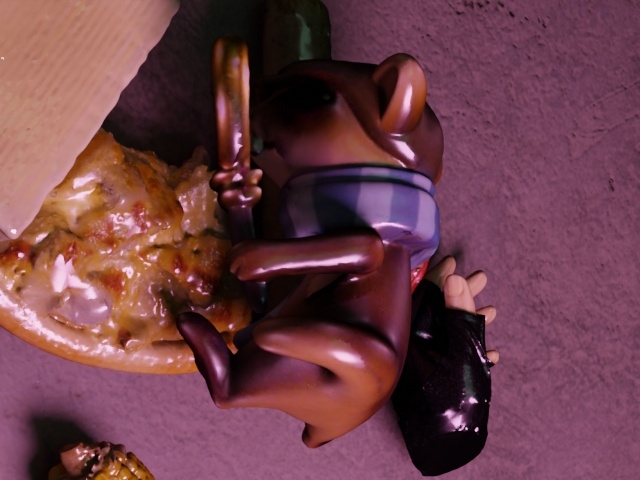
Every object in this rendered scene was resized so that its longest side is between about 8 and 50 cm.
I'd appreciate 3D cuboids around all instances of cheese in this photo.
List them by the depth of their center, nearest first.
[{"bbox_3d":[-0.282,-0.170,1.566,0.242,0.124,0.265,45,65,-30],"label":"cheese"}]

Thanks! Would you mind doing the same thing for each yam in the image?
[{"bbox_3d":[-0.023,-0.046,1.793,0.083,0.083,0.371,-2,91,-37],"label":"yam"}]

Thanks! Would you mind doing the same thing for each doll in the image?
[{"bbox_3d":[-0.004,0.001,1.657,0.318,0.209,0.340,41,57,-66],"label":"doll"}]

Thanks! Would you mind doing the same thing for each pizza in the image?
[{"bbox_3d":[-0.164,0.007,1.684,0.323,0.089,0.223,16,84,-37],"label":"pizza"}]

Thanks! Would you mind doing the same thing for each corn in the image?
[{"bbox_3d":[-0.160,0.278,1.682,0.097,0.097,0.261,-45,120,-28],"label":"corn"}]

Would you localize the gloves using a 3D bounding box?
[{"bbox_3d":[0.125,0.113,1.886,0.124,0.164,0.203,-2,59,-9],"label":"gloves"}]

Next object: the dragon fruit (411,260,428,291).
[{"bbox_3d":[0.050,0.009,1.849,0.106,0.083,0.162,27,77,-32],"label":"dragon fruit"}]
